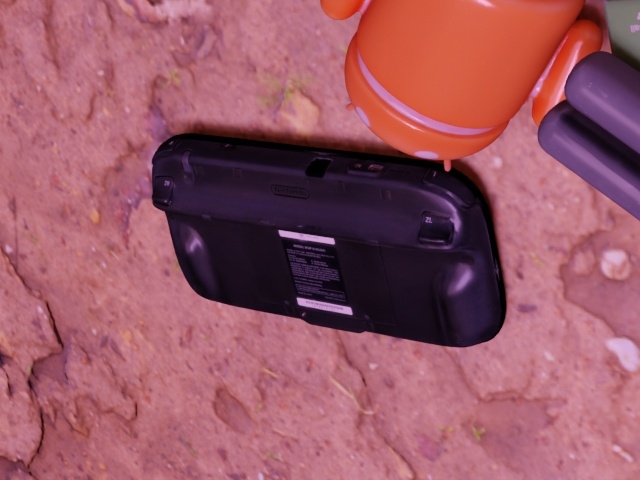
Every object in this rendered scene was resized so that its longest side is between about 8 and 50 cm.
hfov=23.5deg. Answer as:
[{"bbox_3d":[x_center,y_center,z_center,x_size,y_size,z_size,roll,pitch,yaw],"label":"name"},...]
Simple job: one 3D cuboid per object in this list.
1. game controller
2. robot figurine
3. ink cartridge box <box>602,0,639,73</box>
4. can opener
[{"bbox_3d":[0.000,0.000,1.247,0.319,0.067,0.166,9,136,34],"label":"game controller"},{"bbox_3d":[0.096,-0.141,1.026,0.219,0.158,0.128,-60,40,42],"label":"robot figurine"},{"bbox_3d":[0.306,-0.039,0.934,0.201,0.117,0.278,2,117,37],"label":"ink cartridge box"},{"bbox_3d":[0.239,0.006,0.863,0.283,0.095,0.076,38,133,13],"label":"can opener"}]
